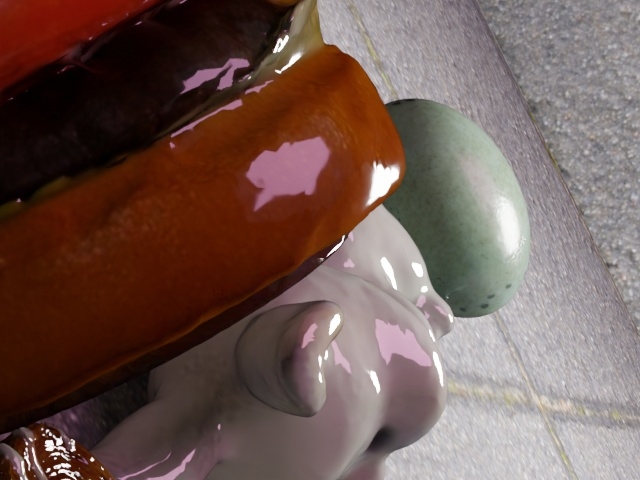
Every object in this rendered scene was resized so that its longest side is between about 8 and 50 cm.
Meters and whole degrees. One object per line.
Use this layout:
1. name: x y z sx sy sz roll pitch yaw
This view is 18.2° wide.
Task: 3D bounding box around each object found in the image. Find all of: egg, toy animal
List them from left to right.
1. toy animal: -0.044 0.062 1.286 0.241 0.196 0.367 50 16 -15
2. egg: 0.118 -0.032 2.008 0.236 0.169 0.169 62 15 8

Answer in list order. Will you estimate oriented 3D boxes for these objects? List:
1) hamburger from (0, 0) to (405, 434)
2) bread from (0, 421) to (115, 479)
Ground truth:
1. hamburger: -0.146 -0.062 0.918 0.250 0.330 0.330 65 15 -8
2. bread: -0.137 0.175 0.997 0.160 0.073 0.160 56 12 -19
